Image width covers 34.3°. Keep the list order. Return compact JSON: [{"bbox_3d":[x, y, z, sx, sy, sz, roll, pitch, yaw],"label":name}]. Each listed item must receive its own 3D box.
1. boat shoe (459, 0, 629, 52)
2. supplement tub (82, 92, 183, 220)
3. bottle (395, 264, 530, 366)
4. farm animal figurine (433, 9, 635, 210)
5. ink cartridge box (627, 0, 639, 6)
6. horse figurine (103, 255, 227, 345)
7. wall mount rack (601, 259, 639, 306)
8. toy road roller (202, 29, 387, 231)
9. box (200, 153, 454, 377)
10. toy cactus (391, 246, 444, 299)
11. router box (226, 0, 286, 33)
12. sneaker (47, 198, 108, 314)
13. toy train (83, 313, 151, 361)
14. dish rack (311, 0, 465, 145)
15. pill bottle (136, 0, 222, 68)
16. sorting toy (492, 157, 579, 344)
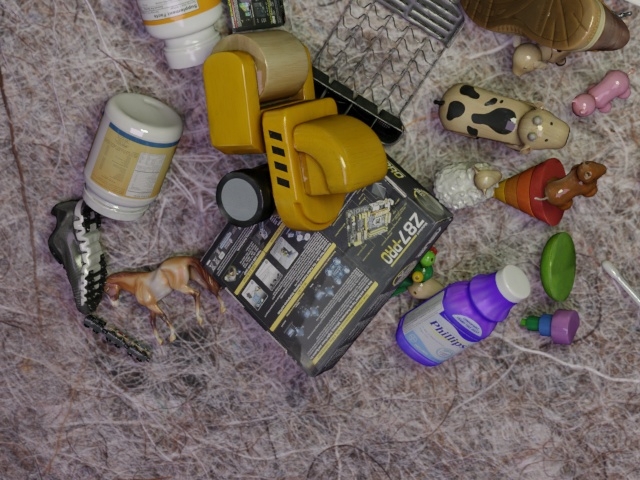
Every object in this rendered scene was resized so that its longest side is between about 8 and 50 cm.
[{"bbox_3d":[0.340,-0.366,1.600,0.123,0.342,0.123,5,111,-33],"label":"boat shoe"},{"bbox_3d":[-0.344,-0.151,1.874,0.144,0.144,0.200,24,118,-4],"label":"supplement tub"},{"bbox_3d":[0.263,0.135,1.900,0.118,0.092,0.283,37,135,-17],"label":"bottle"},{"bbox_3d":[0.336,-0.215,1.689,0.327,0.172,0.330,1,90,24],"label":"farm animal figurine"},{"bbox_3d":[0.415,-0.495,1.554,0.232,0.171,0.168,21,126,-10],"label":"ink cartridge box"},{"bbox_3d":[-0.294,0.101,2.031,0.263,0.066,0.174,-28,93,29],"label":"horse figurine"},{"bbox_3d":[0.678,0.087,1.820,0.304,0.130,0.350,19,146,-6],"label":"wall mount rack"},{"bbox_3d":[-0.030,-0.178,1.668,0.240,0.202,0.329,-2,103,31],"label":"toy road roller"},{"bbox_3d":[0.000,0.000,1.861,0.318,0.097,0.395,44,117,17],"label":"box"},{"bbox_3d":[0.154,0.069,1.941,0.180,0.112,0.219,20,136,-35],"label":"toy cactus"},{"bbox_3d":[-0.114,-0.421,1.763,0.092,0.038,0.122,-5,116,10],"label":"router box"},{"bbox_3d":[-0.478,0.027,2.016,0.106,0.078,0.234,4,104,21],"label":"sneaker"},{"bbox_3d":[-0.416,0.201,2.125,0.158,0.036,0.027,35,108,-8],"label":"toy train"},{"bbox_3d":[0.108,-0.323,1.762,0.208,0.074,0.271,30,117,-8],"label":"dish rack"},{"bbox_3d":[-0.242,-0.419,1.727,0.136,0.136,0.246,-10,115,13],"label":"pill bottle"},{"bbox_3d":[0.387,0.023,1.897,0.126,0.127,0.365,3,118,33],"label":"sorting toy"}]
